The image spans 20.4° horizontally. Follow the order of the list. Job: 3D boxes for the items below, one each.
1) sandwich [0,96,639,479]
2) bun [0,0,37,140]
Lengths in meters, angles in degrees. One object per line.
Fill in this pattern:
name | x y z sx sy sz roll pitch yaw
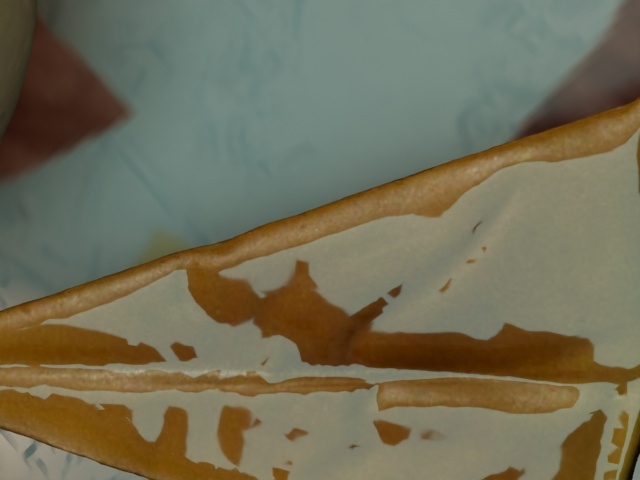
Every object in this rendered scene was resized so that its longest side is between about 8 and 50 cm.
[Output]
sandwich | 0.000 0.000 0.399 0.163 0.079 0.113 17 96 8
bun | -0.141 -0.070 0.390 0.173 0.120 0.173 9 132 10
